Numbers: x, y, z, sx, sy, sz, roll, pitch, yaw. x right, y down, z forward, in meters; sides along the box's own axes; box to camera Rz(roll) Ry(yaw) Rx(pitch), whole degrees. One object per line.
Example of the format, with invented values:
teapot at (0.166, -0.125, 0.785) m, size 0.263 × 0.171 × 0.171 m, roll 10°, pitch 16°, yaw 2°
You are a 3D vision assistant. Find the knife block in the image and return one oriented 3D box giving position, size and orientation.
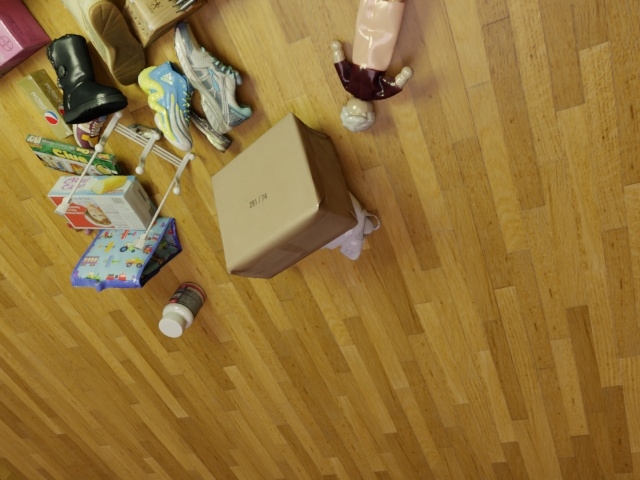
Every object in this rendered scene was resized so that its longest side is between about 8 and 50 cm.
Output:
knife block at (-0.334, -0.576, 1.108) m, size 0.088 × 0.242 × 0.276 m, roll 58°, pitch 160°, yaw -23°

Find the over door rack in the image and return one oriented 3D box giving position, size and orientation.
over door rack at (-0.516, -0.154, 1.268) m, size 0.240 × 0.108 × 0.324 m, roll 31°, pitch 86°, yaw -29°

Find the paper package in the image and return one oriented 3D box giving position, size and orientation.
paper package at (-0.107, -0.106, 1.215) m, size 0.325 × 0.309 × 0.168 m, roll -32°, pitch 151°, yaw 29°

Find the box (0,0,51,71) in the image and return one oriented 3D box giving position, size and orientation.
box at (-0.877, -0.546, 1.202) m, size 0.243 × 0.117 × 0.213 m, roll -19°, pitch 117°, yaw 22°

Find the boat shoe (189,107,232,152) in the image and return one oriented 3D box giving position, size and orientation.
boat shoe at (-0.305, -0.309, 1.286) m, size 0.049 × 0.056 × 0.152 m, roll -43°, pitch 99°, yaw 3°

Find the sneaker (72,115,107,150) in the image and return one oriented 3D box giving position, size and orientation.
sneaker at (-0.646, -0.332, 1.323) m, size 0.084 × 0.069 × 0.185 m, roll 12°, pitch 125°, yaw 10°

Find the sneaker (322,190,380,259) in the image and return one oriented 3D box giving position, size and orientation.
sneaker at (0.000, 0.000, 1.368) m, size 0.210 × 0.137 × 0.366 m, roll 38°, pitch 118°, yaw -10°

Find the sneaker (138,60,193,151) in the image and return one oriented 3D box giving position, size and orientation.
sneaker at (-0.372, -0.356, 1.212) m, size 0.126 × 0.091 × 0.240 m, roll -29°, pitch 92°, yaw 16°

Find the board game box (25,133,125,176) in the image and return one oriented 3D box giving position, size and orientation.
board game box at (-0.719, -0.235, 1.392) m, size 0.260 × 0.030 × 0.136 m, roll 14°, pitch 151°, yaw 2°

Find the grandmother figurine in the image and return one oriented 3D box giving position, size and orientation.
grandmother figurine at (0.121, -0.413, 1.108) m, size 0.208 × 0.104 × 0.342 m, roll 32°, pitch 131°, yaw 23°

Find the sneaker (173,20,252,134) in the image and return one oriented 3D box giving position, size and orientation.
sneaker at (-0.267, -0.420, 1.188) m, size 0.122 × 0.110 × 0.282 m, roll -21°, pitch 122°, yaw 6°

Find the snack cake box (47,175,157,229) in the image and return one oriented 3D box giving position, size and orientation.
snack cake box at (-0.660, -0.113, 1.428) m, size 0.265 × 0.089 × 0.152 m, roll 2°, pitch 142°, yaw 14°

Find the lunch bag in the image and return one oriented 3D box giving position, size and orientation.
lunch bag at (-0.595, 0.051, 1.427) m, size 0.221 × 0.293 × 0.138 m, roll 2°, pitch 123°, yaw 10°

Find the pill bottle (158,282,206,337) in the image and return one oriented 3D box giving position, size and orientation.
pill bottle at (-0.471, 0.237, 1.591) m, size 0.108 × 0.180 × 0.107 m, roll 5°, pitch 123°, yaw 8°

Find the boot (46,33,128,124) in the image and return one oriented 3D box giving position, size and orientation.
boot at (-0.595, -0.416, 1.177) m, size 0.247 × 0.094 × 0.207 m, roll -3°, pitch 102°, yaw 38°

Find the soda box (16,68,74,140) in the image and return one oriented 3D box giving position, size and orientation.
soda box at (-0.756, -0.380, 1.318) m, size 0.058 × 0.061 × 0.181 m, roll -18°, pitch 117°, yaw 22°

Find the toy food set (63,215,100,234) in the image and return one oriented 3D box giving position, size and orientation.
toy food set at (-0.802, -0.052, 1.566) m, size 0.122 × 0.019 × 0.077 m, roll 6°, pitch 123°, yaw 7°

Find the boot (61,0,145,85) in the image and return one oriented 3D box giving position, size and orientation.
boot at (-0.545, -0.527, 1.154) m, size 0.203 × 0.095 × 0.262 m, roll 47°, pitch 166°, yaw 14°

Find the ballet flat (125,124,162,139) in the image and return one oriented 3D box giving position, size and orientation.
ballet flat at (-0.509, -0.306, 1.331) m, size 0.115 × 0.041 × 0.041 m, roll 6°, pitch 123°, yaw 8°
